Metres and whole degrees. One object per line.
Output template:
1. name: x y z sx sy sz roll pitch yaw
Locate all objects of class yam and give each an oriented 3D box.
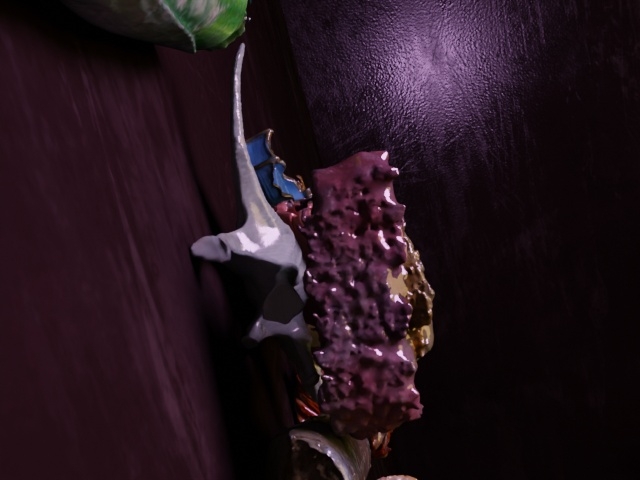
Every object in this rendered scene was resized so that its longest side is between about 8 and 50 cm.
1. yam: -0.004 0.221 0.545 0.259 0.106 0.106 54 23 -74

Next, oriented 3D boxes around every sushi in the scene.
1. sushi: 0.044 0.249 0.847 0.332 0.124 0.129 67 21 -64
2. sushi: 0.039 0.051 0.520 0.161 0.108 0.241 126 -44 -87

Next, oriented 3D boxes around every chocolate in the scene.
1. chocolate: -0.124 -0.186 0.392 0.291 0.110 0.110 -76 152 -73

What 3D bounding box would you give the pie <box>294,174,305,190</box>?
1. pie: -0.038 -0.066 1.274 0.092 0.034 0.169 -101 180 -46

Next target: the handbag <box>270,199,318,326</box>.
1. handbag: -0.011 0.028 0.695 0.213 0.059 0.157 8 -61 60

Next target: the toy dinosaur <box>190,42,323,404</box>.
1. toy dinosaur: -0.061 0.006 0.572 0.205 0.092 0.392 -18 91 -83

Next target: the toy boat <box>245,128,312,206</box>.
1. toy boat: -0.059 -0.099 0.898 0.185 0.077 0.075 65 11 -62

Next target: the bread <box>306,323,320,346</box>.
1. bread: -0.010 0.101 0.938 0.188 0.068 0.125 63 14 -68

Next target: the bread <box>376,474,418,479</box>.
1. bread: 0.156 0.576 0.943 0.236 0.165 0.375 -101 173 -51
